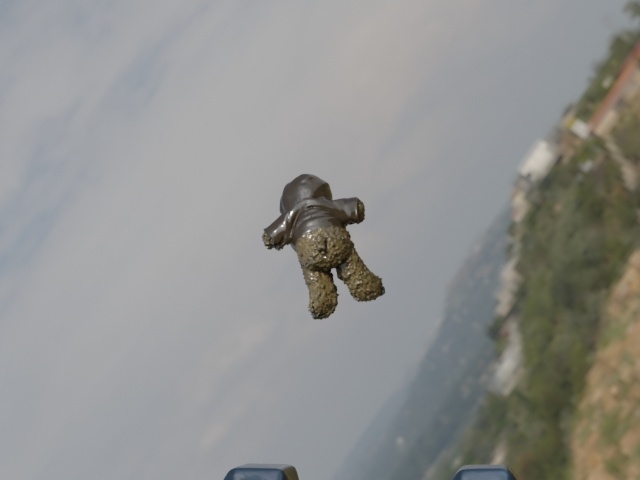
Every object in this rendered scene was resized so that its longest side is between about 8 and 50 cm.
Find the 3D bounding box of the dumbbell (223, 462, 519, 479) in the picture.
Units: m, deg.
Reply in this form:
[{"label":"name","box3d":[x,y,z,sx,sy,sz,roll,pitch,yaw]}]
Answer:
[{"label":"dumbbell","box3d":[0.055,0.308,1.815,0.144,0.325,0.160,79,-167,-56]}]

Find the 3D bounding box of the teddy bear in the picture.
[{"label":"teddy bear","box3d":[0.000,0.000,1.883,0.119,0.160,0.078,-22,-15,-3]}]
